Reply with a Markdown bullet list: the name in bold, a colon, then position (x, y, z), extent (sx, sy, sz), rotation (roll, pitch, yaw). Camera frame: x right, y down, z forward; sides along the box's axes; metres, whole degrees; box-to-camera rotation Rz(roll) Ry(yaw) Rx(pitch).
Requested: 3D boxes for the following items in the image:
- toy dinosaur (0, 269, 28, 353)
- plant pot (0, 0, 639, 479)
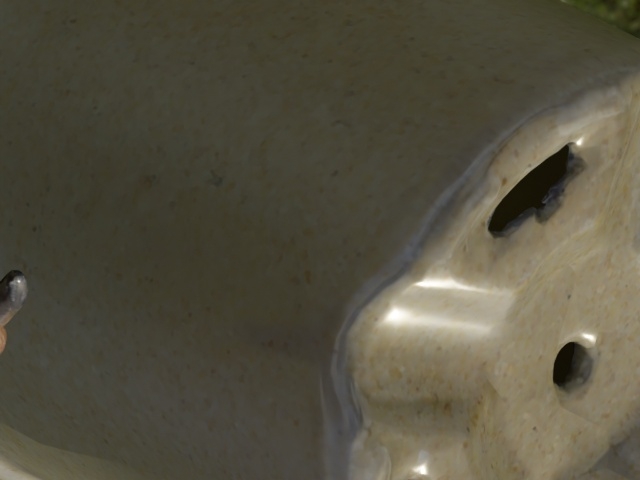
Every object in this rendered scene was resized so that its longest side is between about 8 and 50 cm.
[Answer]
- **toy dinosaur**: position (-0.185, 0.057, 0.461), extent (0.200, 0.295, 0.127), rotation (-17, 111, 6)
- **plant pot**: position (0.000, 0.000, 0.761), extent (0.334, 0.305, 0.333), rotation (-17, 117, -36)
